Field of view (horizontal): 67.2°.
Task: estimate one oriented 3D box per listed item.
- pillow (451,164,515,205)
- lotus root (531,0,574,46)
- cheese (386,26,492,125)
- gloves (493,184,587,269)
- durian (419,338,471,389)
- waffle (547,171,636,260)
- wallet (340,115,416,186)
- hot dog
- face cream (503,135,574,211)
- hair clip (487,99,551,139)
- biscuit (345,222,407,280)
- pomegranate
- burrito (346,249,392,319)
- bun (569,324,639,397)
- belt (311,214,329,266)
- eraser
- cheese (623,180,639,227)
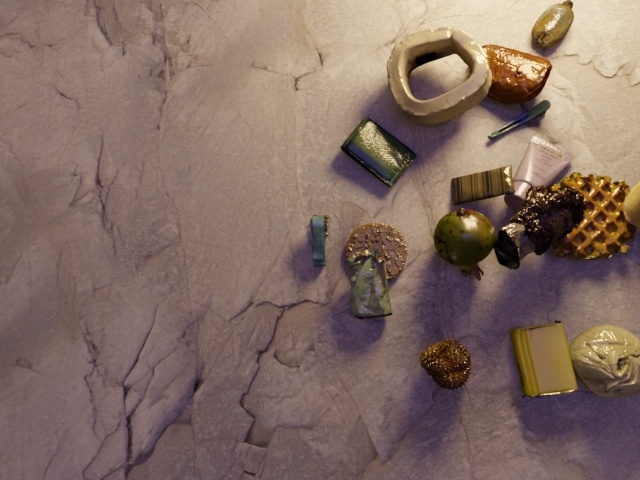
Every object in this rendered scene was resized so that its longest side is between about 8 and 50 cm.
[{"bbox_3d":[0.550,-0.186,1.636,0.203,0.038,0.113,-10,63,28],"label":"pillow"},{"bbox_3d":[0.834,-0.776,1.712,0.113,0.088,0.192,37,86,17],"label":"lotus root"},{"bbox_3d":[0.405,-0.566,1.648,0.331,0.153,0.293,-14,84,19],"label":"cheese"},{"bbox_3d":[0.684,-0.053,1.516,0.312,0.135,0.211,-30,112,-2],"label":"gloves"},{"bbox_3d":[0.409,0.398,1.547,0.167,0.137,0.158,-24,98,-12],"label":"durian"},{"bbox_3d":[0.885,-0.083,1.602,0.324,0.068,0.303,0,81,5],"label":"waffle"},{"bbox_3d":[0.207,-0.316,1.722,0.236,0.055,0.160,39,84,5],"label":"wallet"},{"bbox_3d":[0.655,-0.586,1.685,0.272,0.122,0.196,25,84,26],"label":"hot dog"},{"bbox_3d":[0.732,-0.225,1.638,0.154,0.096,0.274,32,74,19],"label":"face cream"},{"bbox_3d":[0.692,-0.413,1.689,0.229,0.070,0.039,-31,82,8],"label":"hair clip"},{"bbox_3d":[0.194,0.040,1.673,0.219,0.033,0.220,-1,83,8],"label":"biscuit"},{"bbox_3d":[0.485,0.013,1.571,0.198,0.198,0.246,-35,88,0],"label":"pomegranate"},{"bbox_3d":[0.162,0.145,1.614,0.143,0.089,0.229,-4,96,1],"label":"burrito"},{"bbox_3d":[0.902,0.377,1.488,0.229,0.145,0.230,-1,83,9],"label":"bun"},{"bbox_3d":[-0.005,0.000,1.691,0.065,0.100,0.180,1,96,5],"label":"belt"},{"bbox_3d":[0.712,0.380,1.542,0.157,0.069,0.226,-10,79,5],"label":"eraser"},{"bbox_3d":[1.146,-0.132,1.531,0.383,0.104,0.385,1,78,-5],"label":"cheese"}]
